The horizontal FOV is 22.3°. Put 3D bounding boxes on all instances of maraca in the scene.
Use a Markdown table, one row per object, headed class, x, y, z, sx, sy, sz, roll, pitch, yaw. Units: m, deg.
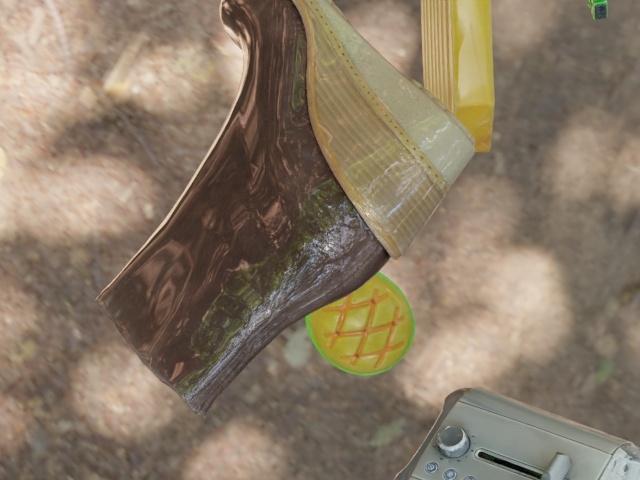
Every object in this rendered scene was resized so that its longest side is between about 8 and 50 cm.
| class | x | y | z | sx | sy | sz | roll | pitch | yaw |
| --- | --- | --- | --- | --- | --- | --- | --- | --- | --- |
| maraca | 0.036 | 0.085 | 2.005 | 0.127 | 0.099 | 0.185 | -42 | 104 | -1 |

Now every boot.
| class | x | y | z | sx | sy | sz | roll | pitch | yaw |
| --- | --- | --- | --- | --- | --- | --- | --- | --- | --- |
| boot | -0.051 | -0.039 | 0.898 | 0.207 | 0.248 | 0.090 | -42 | 132 | -1 |

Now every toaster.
| class | x | y | z | sx | sy | sz | roll | pitch | yaw |
| --- | --- | --- | --- | --- | --- | --- | --- | --- | --- |
| toaster | 0.150 | 0.204 | 1.059 | 0.129 | 0.146 | 0.227 | -53 | 137 | -28 |

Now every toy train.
| class | x | y | z | sx | sy | sz | roll | pitch | yaw |
| --- | --- | --- | --- | --- | --- | --- | --- | --- | --- |
| toy train | 0.238 | -0.224 | 1.399 | 0.017 | 0.023 | 0.083 | -10 | 141 | 4 |

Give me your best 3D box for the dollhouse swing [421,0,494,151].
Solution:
| class | x | y | z | sx | sy | sz | roll | pitch | yaw |
| --- | --- | --- | --- | --- | --- | --- | --- | --- | --- |
| dollhouse swing | -0.004 | -0.252 | 1.210 | 0.315 | 0.347 | 0.304 | 12 | 100 | -3 |
